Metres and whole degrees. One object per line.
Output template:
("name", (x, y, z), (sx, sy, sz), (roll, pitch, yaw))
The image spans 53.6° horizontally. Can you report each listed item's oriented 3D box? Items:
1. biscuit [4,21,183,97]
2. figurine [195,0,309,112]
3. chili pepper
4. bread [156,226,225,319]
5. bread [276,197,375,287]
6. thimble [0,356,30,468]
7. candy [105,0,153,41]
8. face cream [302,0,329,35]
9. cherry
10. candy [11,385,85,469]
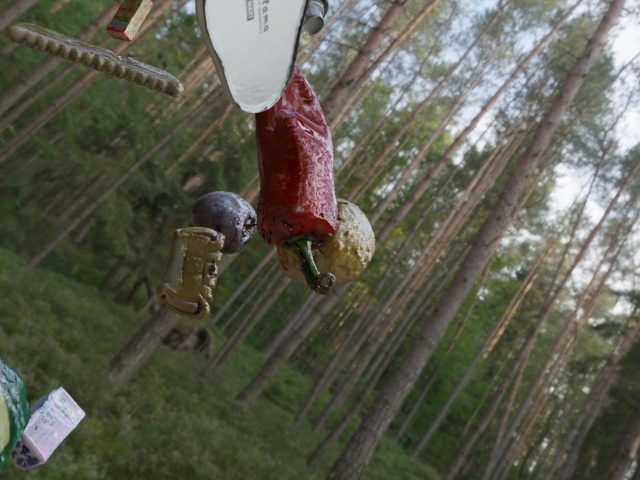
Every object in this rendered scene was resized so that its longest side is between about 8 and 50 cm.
("biscuit", (-0.429, -0.354, 1.234), (0.325, 0.044, 0.217), (16, 10, -21))
("figurine", (-0.114, -0.279, 0.704), (0.141, 0.166, 0.250), (24, -57, 29))
("chili pepper", (-0.036, -0.101, 0.834), (0.110, 0.387, 0.110), (-6, -24, -2))
("bread", (-0.314, 0.074, 1.548), (0.134, 0.225, 0.081), (14, -14, -7))
("bread", (0.000, 0.000, 1.448), (0.244, 0.244, 0.134), (20, -18, 41))
("thimble", (-0.615, 0.273, 0.980), (0.288, 0.167, 0.254), (18, -60, -5))
("candy", (-0.471, -0.553, 1.566), (0.062, 0.122, 0.038), (19, -16, 24))
("face cream", (-0.065, -0.512, 1.147), (0.105, 0.105, 0.348), (93, -20, -64))
("cherry", (-0.277, -0.055, 1.801), (0.195, 0.195, 0.195), (34, -23, 16))
("candy", (-0.568, 0.381, 1.297), (0.073, 0.160, 0.092), (-28, -77, 20))
